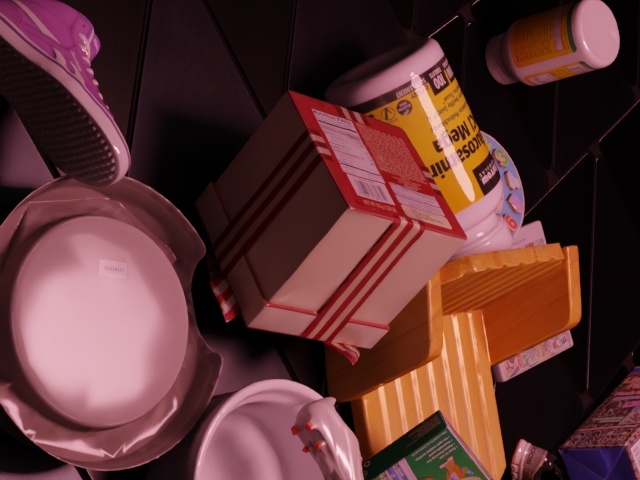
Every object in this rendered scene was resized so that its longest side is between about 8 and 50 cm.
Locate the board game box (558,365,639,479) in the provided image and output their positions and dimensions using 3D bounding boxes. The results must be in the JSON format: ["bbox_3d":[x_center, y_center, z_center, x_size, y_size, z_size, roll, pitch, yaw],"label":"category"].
[{"bbox_3d":[0.579,0.383,2.288,0.291,0.141,0.232,-33,104,-42],"label":"board game box"}]

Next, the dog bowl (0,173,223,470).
[{"bbox_3d":[-0.277,0.098,1.563,0.348,0.102,0.349,10,75,-42],"label":"dog bowl"}]

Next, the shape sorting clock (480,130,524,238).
[{"bbox_3d":[0.258,-0.084,2.131,0.206,0.040,0.206,13,66,-32],"label":"shape sorting clock"}]

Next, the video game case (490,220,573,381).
[{"bbox_3d":[0.330,0.098,2.189,0.206,0.026,0.227,-19,95,-44],"label":"video game case"}]

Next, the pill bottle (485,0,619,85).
[{"bbox_3d":[0.382,-0.324,2.193,0.117,0.208,0.118,10,75,-41],"label":"pill bottle"}]

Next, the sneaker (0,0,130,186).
[{"bbox_3d":[-0.288,-0.192,1.553,0.282,0.102,0.161,49,39,11],"label":"sneaker"}]

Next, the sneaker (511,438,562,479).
[{"bbox_3d":[0.347,0.393,2.086,0.063,0.074,0.170,-47,139,-45],"label":"sneaker"}]

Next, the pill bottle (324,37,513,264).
[{"bbox_3d":[0.157,-0.115,1.954,0.188,0.188,0.334,-40,109,-40],"label":"pill bottle"}]

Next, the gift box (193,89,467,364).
[{"bbox_3d":[0.000,0.000,1.708,0.255,0.258,0.276,17,37,-37],"label":"gift box"}]

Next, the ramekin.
[{"bbox_3d":[-0.091,0.319,1.673,0.277,0.135,0.277,10,75,-41],"label":"ramekin"}]

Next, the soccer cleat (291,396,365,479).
[{"bbox_3d":[0.030,0.291,1.655,0.076,0.068,0.196,-29,99,-46],"label":"soccer cleat"}]

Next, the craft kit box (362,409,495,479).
[{"bbox_3d":[0.135,0.398,1.824,0.250,0.061,0.247,-37,116,5],"label":"craft kit box"}]

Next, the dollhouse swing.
[{"bbox_3d":[0.224,0.210,1.904,0.346,0.315,0.305,-5,70,-44],"label":"dollhouse swing"}]
